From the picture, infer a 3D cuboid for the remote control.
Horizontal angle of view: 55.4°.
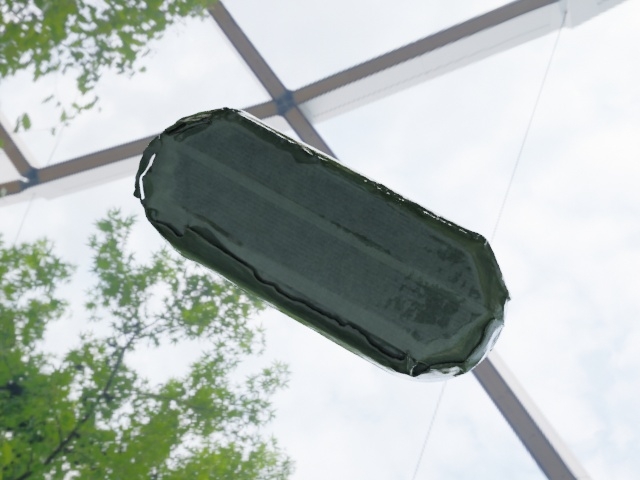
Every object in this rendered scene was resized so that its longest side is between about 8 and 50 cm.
[{"bbox_3d":[0.000,0.000,0.378,0.247,0.052,0.104,28,-97,7],"label":"remote control"}]
